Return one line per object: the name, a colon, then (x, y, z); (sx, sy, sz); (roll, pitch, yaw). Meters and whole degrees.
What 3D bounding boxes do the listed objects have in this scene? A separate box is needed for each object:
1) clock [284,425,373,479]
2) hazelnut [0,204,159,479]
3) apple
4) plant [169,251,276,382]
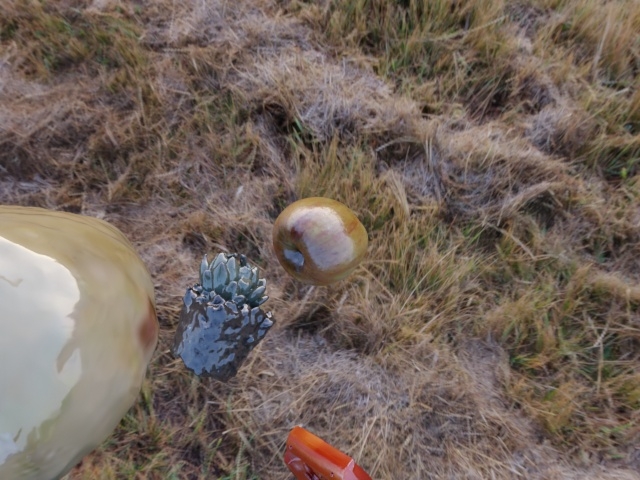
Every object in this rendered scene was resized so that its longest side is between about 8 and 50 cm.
clock: (0.017, 0.369, 0.836); (0.061, 0.155, 0.113); (-45, 117, -28)
hazelnut: (-0.247, 0.068, 0.399); (0.261, 0.261, 0.241); (-13, 115, 4)
apple: (0.000, 0.000, 0.483); (0.084, 0.084, 0.071); (41, 48, 12)
plant: (-0.152, 0.119, 0.854); (0.132, 0.129, 0.195); (23, 90, 47)
